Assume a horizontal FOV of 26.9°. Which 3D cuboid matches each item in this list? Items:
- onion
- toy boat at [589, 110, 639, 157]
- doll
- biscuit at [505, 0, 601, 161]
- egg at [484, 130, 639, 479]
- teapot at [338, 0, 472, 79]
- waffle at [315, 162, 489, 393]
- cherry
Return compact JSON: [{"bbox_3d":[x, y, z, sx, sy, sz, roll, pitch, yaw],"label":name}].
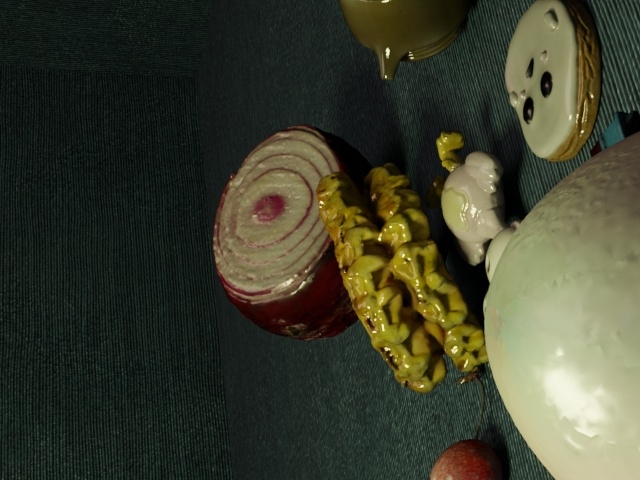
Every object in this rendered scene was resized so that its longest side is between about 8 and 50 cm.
[{"bbox_3d":[0.000,0.000,2.157,0.282,0.260,0.336,-12,61,35],"label":"onion"},{"bbox_3d":[0.333,-0.033,1.254,0.097,0.100,0.223,-37,48,24],"label":"toy boat"},{"bbox_3d":[0.218,-0.001,1.647,0.365,0.094,0.160,-109,22,-54],"label":"doll"},{"bbox_3d":[0.268,-0.193,1.573,0.181,0.049,0.208,108,160,-48],"label":"biscuit"},{"bbox_3d":[0.279,0.072,0.945,0.354,0.340,0.354,-176,90,-75],"label":"egg"},{"bbox_3d":[0.131,-0.342,1.899,0.267,0.186,0.175,-63,-32,-31],"label":"teapot"},{"bbox_3d":[0.105,0.043,1.824,0.261,0.151,0.324,58,-176,-36],"label":"waffle"},{"bbox_3d":[0.191,0.278,1.747,0.107,0.090,0.225,103,176,-47],"label":"cherry"}]
